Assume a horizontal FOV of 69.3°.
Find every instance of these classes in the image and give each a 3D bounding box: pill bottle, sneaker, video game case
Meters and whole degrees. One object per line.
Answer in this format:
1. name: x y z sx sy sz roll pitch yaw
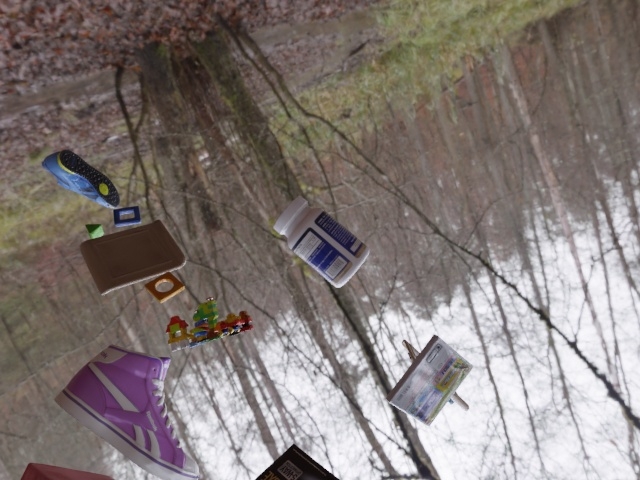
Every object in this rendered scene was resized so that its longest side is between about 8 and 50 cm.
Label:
1. pill bottle: 0.000 0.000 1.351 0.153 0.264 0.153 -49 179 -1
2. sneaker: -0.618 -0.151 1.203 0.082 0.209 0.069 -16 -128 20
3. video game case: 0.297 0.379 1.243 0.212 0.193 0.023 -52 -148 -3
4. sneaker: -0.286 0.296 0.805 0.161 0.282 0.102 -51 -161 -27

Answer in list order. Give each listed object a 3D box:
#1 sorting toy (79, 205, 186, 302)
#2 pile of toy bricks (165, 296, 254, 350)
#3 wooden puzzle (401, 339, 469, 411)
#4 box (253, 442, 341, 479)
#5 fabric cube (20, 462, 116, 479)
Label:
1. sorting toy: -0.437 0.042 1.084 0.195 0.047 0.347 -22 -131 -28
2. pile of toy bricks: -0.272 0.193 1.143 0.212 0.105 0.118 -20 167 23
3. wooden puzzle: 0.365 0.442 1.522 0.044 0.221 0.239 -47 -172 3
4. box: -0.050 0.692 1.170 0.242 0.077 0.307 -29 -149 -36
5. fabric cube: -0.675 0.769 1.229 0.258 0.254 0.259 -10 -125 44
